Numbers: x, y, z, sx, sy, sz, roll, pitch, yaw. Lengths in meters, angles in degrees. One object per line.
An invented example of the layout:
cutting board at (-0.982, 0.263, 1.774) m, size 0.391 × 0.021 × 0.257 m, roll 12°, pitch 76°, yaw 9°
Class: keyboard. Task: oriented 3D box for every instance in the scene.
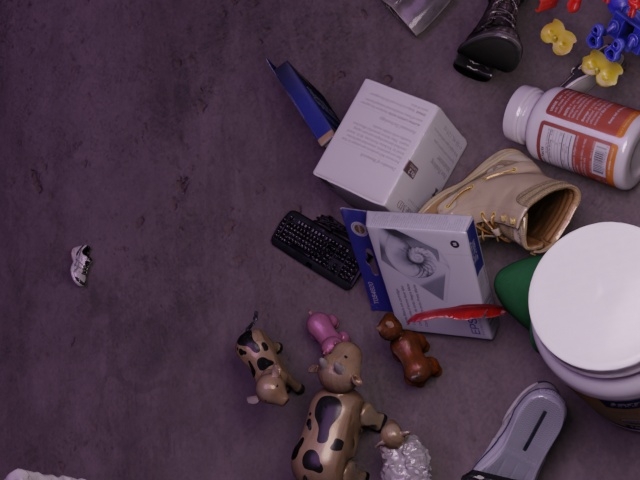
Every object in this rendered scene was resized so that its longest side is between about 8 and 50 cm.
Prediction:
keyboard at (0.000, 0.000, 2.011) m, size 0.192 × 0.038 × 0.100 m, roll 30°, pitch 86°, yaw 32°

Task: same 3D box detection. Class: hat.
hat at (0.273, 0.060, 1.750) m, size 0.183 × 0.208 × 0.173 m, roll 19°, pitch 104°, yaw 33°

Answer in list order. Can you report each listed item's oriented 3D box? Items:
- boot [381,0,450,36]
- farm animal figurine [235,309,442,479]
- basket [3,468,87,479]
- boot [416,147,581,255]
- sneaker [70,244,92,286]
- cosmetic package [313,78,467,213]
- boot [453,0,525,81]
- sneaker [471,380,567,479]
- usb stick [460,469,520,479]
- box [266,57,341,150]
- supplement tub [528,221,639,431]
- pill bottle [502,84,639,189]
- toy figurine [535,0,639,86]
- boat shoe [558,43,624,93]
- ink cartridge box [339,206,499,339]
boot at (0.193, -0.483, 2.091) m, size 0.208 × 0.076 × 0.190 m, roll -42°, pitch 55°, yaw 14°
farm animal figurine at (0.009, 0.242, 1.829) m, size 0.330 × 0.172 × 0.327 m, roll -8°, pitch 67°, yaw 25°
basket at (-0.392, 0.570, 1.823) m, size 0.266 × 0.331 × 0.328 m, roll -40°, pitch 57°, yaw 14°
boot at (0.255, -0.019, 1.803) m, size 0.262 × 0.095 × 0.203 m, roll -39°, pitch 28°, yaw -2°
sneaker at (-0.446, 0.045, 2.224) m, size 0.036 × 0.032 × 0.083 m, roll -19°, pitch 64°, yaw 20°
cosmetic package at (0.115, -0.135, 1.937) m, size 0.151 × 0.151 × 0.184 m, roll 26°, pitch 84°, yaw 32°
boot at (0.296, -0.384, 1.905) m, size 0.091 × 0.263 × 0.229 m, roll 24°, pitch 87°, yaw -6°
sneaker at (0.280, 0.318, 1.716) m, size 0.094 × 0.091 × 0.258 m, roll 33°, pitch 108°, yaw 6°
usb stick at (0.327, 0.381, 1.642) m, size 0.277 × 0.045 × 0.077 m, roll 11°, pitch 106°, yaw 14°
box at (-0.008, -0.223, 2.042) m, size 0.036 × 0.136 × 0.225 m, roll -38°, pitch 58°, yaw 10°
supplement tub at (0.414, 0.118, 1.585) m, size 0.228 × 0.316 × 0.228 m, roll -10°, pitch 67°, yaw 24°
pill bottle at (0.395, -0.166, 1.823) m, size 0.216 × 0.121 × 0.121 m, roll 25°, pitch 83°, yaw 32°
toy figurine at (0.528, -0.334, 1.789) m, size 0.217 × 0.191 × 0.362 m, roll -23°, pitch 50°, yaw -30°
boat shoe at (0.423, -0.268, 1.894) m, size 0.125 × 0.046 × 0.038 m, roll -37°, pitch 58°, yaw 6°
ink cartridge box at (0.146, 0.051, 1.814) m, size 0.223 × 0.223 × 0.045 m, roll 4°, pitch 43°, yaw 29°
